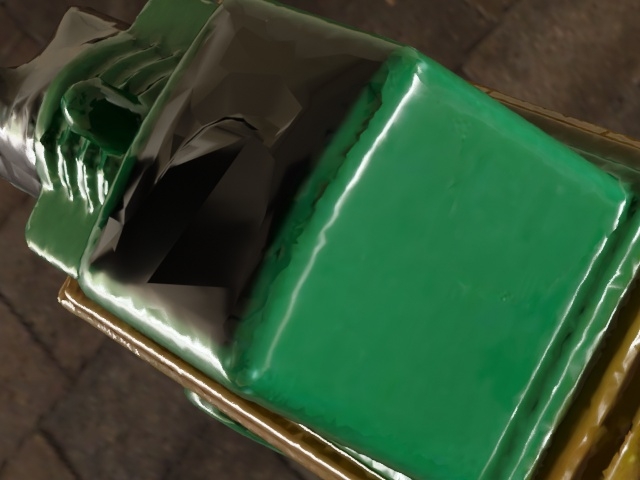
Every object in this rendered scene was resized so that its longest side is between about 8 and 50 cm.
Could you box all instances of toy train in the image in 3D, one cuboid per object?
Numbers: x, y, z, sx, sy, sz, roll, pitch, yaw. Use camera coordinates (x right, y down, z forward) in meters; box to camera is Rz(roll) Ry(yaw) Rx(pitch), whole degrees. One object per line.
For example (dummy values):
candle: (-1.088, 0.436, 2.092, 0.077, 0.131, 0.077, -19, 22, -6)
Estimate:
toy train: (0.000, 0.000, 0.751, 0.429, 0.249, 0.178, 26, 88, 51)
